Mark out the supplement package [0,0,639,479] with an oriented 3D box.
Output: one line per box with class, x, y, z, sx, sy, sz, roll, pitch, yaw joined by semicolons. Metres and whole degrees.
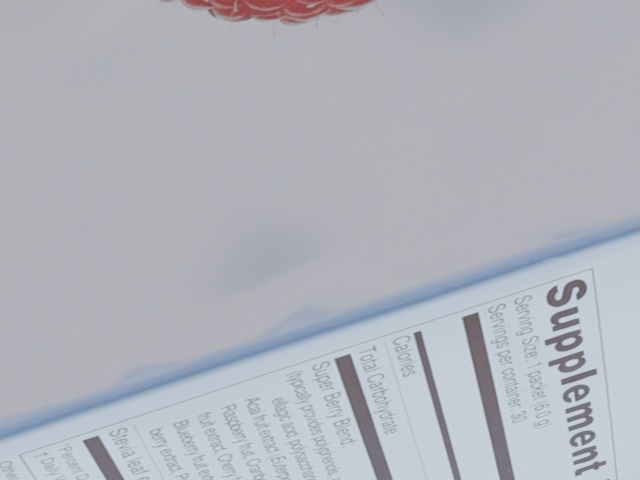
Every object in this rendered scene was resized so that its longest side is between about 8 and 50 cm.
supplement package;0.000;0.000;0.498;0.293;0.177;0.175;-18;143;0
